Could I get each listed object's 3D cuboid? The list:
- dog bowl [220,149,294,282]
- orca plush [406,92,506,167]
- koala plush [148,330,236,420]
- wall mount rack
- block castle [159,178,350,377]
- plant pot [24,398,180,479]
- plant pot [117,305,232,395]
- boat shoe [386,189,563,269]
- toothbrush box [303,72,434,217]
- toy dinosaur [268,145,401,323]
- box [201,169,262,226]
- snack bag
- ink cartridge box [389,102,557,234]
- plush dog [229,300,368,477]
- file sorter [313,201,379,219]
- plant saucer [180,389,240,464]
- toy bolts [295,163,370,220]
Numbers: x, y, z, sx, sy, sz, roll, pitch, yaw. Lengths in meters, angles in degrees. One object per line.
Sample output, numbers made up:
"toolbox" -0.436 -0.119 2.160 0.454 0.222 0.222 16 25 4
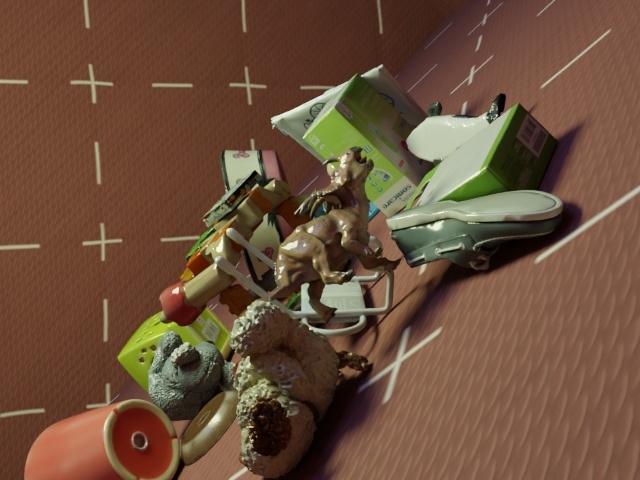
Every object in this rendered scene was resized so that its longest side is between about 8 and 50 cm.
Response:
"dog bowl" -0.147 -0.069 2.151 0.150 0.407 0.408 -15 13 1
"orca plush" 0.310 -0.242 1.675 0.102 0.151 0.287 -17 -11 -32
"koala plush" -0.294 0.314 1.842 0.221 0.196 0.203 -35 27 49
"wall mount rack" -0.028 0.061 1.427 0.350 0.304 0.130 -95 5 -76
"block castle" -0.139 0.093 1.683 0.213 0.303 0.453 -34 15 30
"plant pot" -0.451 0.473 1.671 0.243 0.275 0.275 -34 16 31
"plant pot" -0.368 0.293 2.105 0.207 0.227 0.228 -37 12 19
"boat shoe" 0.229 -0.009 1.155 0.116 0.099 0.319 -23 11 -36
"toothbrush box" 0.125 -0.225 1.837 0.122 0.283 0.206 -39 13 37
"toy dinosaur" 0.000 0.000 1.264 0.296 0.200 0.127 -38 -25 -22
"box" -0.193 -0.092 1.699 0.094 0.027 0.137 -32 14 42
"snack bag" 0.096 -0.300 2.044 0.343 0.323 0.037 -21 55 29
"ink cartridge box" 0.256 -0.090 1.324 0.255 0.097 0.188 -38 14 49
"plush dog" -0.053 0.250 1.185 0.262 0.211 0.225 97 -169 -57
"file sorter" 0.072 -0.082 2.021 0.170 0.104 0.118 -46 10 9
"plant saucer" -0.242 0.396 1.693 0.198 0.036 0.198 -46 10 10
"toy bolts" 0.034 -0.122 2.172 0.228 0.158 0.218 -47 9 2
